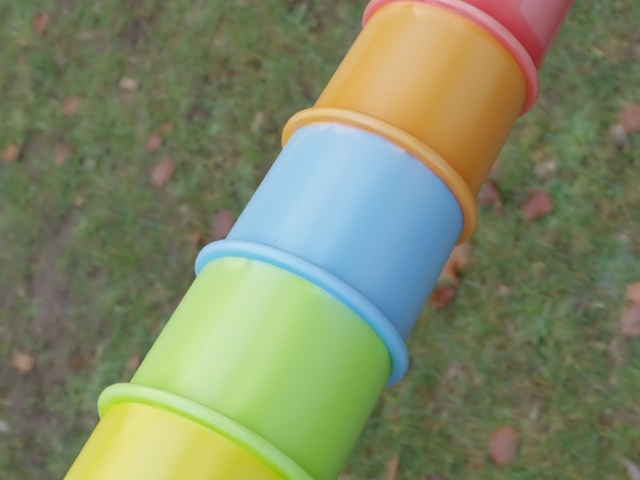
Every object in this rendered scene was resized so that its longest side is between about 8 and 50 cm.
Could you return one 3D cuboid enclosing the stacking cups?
[{"bbox_3d":[0.000,0.000,0.615,0.096,0.096,0.316,1,54,44],"label":"stacking cups"}]
